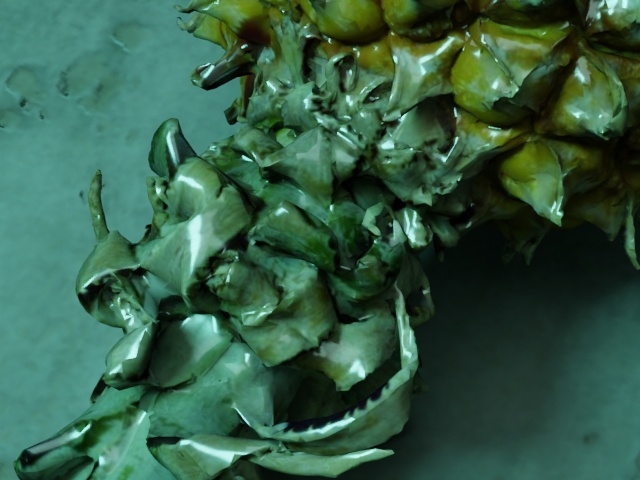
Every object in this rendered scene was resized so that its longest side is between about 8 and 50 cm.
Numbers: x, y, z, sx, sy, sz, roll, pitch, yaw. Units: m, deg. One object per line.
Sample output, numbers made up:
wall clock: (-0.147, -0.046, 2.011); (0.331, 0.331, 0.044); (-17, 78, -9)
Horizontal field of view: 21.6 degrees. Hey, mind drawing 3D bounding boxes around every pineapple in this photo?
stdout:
pineapple: (0.000, 0.000, 0.629); (0.262, 0.262, 0.272); (28, 77, 19)
